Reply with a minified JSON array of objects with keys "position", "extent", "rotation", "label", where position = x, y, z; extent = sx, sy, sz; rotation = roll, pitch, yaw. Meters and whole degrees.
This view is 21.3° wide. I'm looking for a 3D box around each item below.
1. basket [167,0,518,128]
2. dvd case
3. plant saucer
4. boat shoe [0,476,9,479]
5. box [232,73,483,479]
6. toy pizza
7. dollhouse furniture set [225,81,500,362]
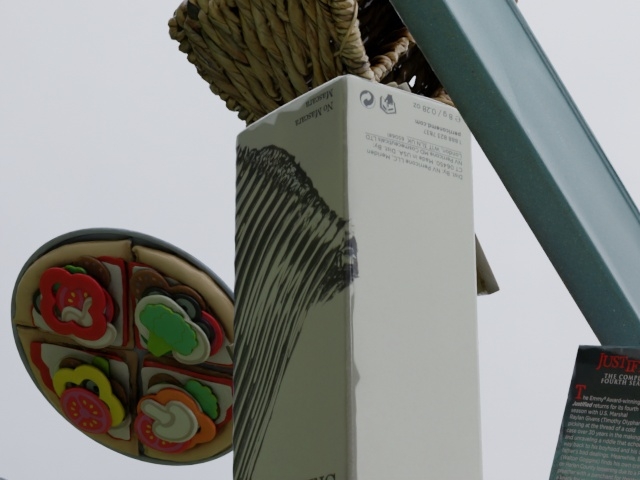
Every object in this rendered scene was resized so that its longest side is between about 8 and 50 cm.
[{"position":[0.068,-0.208,1.372],"extent":[0.213,0.299,0.223],"rotation":[50,-43,-8],"label":"basket"},{"position":[0.099,0.090,0.500],"extent":[0.013,0.119,0.087],"rotation":[22,-15,-37],"label":"dvd case"},{"position":[0.077,-0.040,0.609],"extent":[0.018,0.067,0.192],"rotation":[-29,-85,32],"label":"plant saucer"},{"position":[-0.289,0.106,0.807],"extent":[0.156,0.136,0.367],"rotation":[-6,-31,41],"label":"boat shoe"},{"position":[0.018,0.060,0.918],"extent":[0.094,0.275,0.113],"rotation":[14,-25,-34],"label":"box"},{"position":[-0.133,0.082,1.199],"extent":[0.201,0.032,0.201],"rotation":[11,-57,17],"label":"toy pizza"},{"position":[0.000,0.000,1.167],"extent":[0.101,0.182,0.161],"rotation":[154,-88,-81],"label":"dollhouse furniture set"}]
